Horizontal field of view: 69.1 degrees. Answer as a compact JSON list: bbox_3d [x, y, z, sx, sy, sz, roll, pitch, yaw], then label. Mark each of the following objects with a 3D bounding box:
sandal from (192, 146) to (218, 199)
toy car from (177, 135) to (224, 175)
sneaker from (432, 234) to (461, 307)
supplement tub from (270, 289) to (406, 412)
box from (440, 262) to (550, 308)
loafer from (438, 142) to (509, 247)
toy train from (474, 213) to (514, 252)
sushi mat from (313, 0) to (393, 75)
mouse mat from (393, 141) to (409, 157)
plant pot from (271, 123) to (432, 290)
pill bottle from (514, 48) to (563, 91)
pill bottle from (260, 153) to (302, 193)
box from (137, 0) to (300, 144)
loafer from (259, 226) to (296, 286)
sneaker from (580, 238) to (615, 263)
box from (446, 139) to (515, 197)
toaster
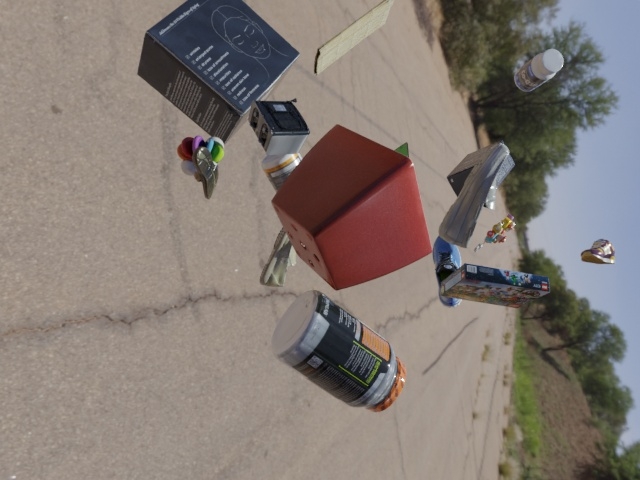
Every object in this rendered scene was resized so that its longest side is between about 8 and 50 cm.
[{"bbox_3d":[-0.375,-0.217,1.473,0.219,0.060,0.090,84,25,-63],"label":"sandal"},{"bbox_3d":[-0.468,-0.345,1.794,0.136,0.181,0.159,63,32,-57],"label":"toy car"},{"bbox_3d":[0.562,0.117,2.033,0.147,0.129,0.331,62,23,-62],"label":"sneaker"},{"bbox_3d":[0.050,0.282,1.155,0.316,0.193,0.194,38,38,-16],"label":"supplement tub"},{"bbox_3d":[0.466,0.126,1.258,0.159,0.232,0.044,111,-12,-64],"label":"box"},{"bbox_3d":[0.464,-0.128,1.360,0.320,0.111,0.112,-63,174,18],"label":"loafer"},{"bbox_3d":[0.518,-0.010,1.355,0.166,0.046,0.125,-26,149,-43],"label":"toy train"},{"bbox_3d":[0.105,-0.663,1.509,0.019,0.316,0.151,50,-8,3],"label":"sushi mat"},{"bbox_3d":[0.330,-0.334,2.072,0.007,0.189,0.153,12,66,-29],"label":"mouse mat"},{"bbox_3d":[0.052,-0.054,1.028,0.267,0.235,0.267,40,-20,47],"label":"plant pot"},{"bbox_3d":[0.628,-0.490,1.339,0.137,0.078,0.078,155,-74,-83],"label":"pill bottle"},{"bbox_3d":[-0.110,-0.230,1.878,0.279,0.162,0.162,62,28,-25],"label":"pill bottle"},{"bbox_3d":[-0.433,-0.766,2.011,0.471,0.297,0.480,41,59,-12],"label":"box"},{"bbox_3d":[-0.122,0.045,1.625,0.269,0.091,0.102,-64,-165,-1],"label":"loafer"},{"bbox_3d":[0.933,0.033,1.568,0.185,0.069,0.084,11,79,-39],"label":"sneaker"},{"bbox_3d":[0.574,-0.249,1.663,0.207,0.153,0.108,-42,104,-38],"label":"box"},{"bbox_3d":[-0.138,-0.388,1.575,0.185,0.110,0.168,-11,61,-35],"label":"toaster"}]
